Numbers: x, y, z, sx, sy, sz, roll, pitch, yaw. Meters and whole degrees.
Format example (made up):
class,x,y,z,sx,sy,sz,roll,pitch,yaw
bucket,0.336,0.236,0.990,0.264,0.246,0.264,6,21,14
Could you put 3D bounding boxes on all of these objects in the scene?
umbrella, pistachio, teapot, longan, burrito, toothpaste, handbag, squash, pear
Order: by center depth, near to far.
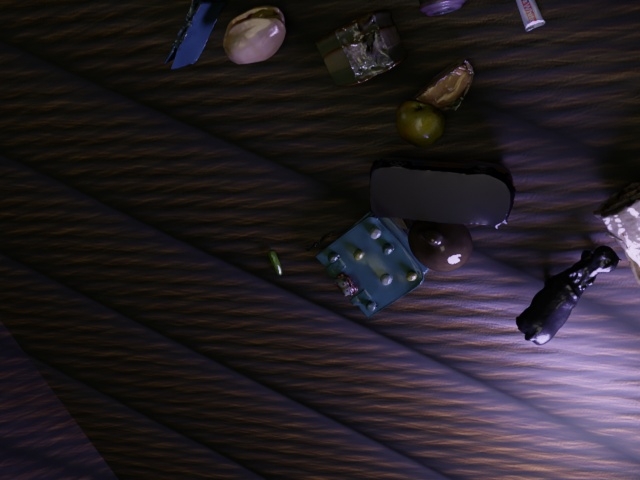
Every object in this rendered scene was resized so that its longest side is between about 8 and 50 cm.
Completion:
class,x,y,z,sx,sy,sz,roll,pitch,yaw
toothpaste,0.496,-0.630,1.735,0.052,0.033,0.218,-18,109,30
teapot,0.312,-0.650,1.749,0.148,0.116,0.146,-8,98,27
burrito,0.866,0.007,1.801,0.190,0.135,0.332,-29,102,36
pear,0.262,-0.305,1.882,0.141,0.141,0.104,18,77,13
longan,0.332,0.004,1.961,0.185,0.204,0.159,19,88,23
pistachio,-0.183,-0.576,1.963,0.200,0.117,0.145,-28,138,20
handbag,-0.362,-0.598,1.996,0.057,0.144,0.221,37,119,0
handbag,0.158,0.076,2.108,0.274,0.100,0.268,-37,96,28
umbrella,0.001,0.003,2.186,0.122,0.013,0.022,-31,77,29
squash,-0.144,0.073,2.261,0.027,0.027,0.089,-16,106,25

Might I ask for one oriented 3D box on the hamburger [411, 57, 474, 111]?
class,x,y,z,sx,sy,sz,roll,pitch,yaw
hamburger,0.339,-0.400,1.861,0.176,0.087,0.102,-36,113,18

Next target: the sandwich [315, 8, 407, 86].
class,x,y,z,sx,sy,sz,roll,pitch,yaw
sandwich,0.085,-0.495,1.843,0.227,0.198,0.155,-19,104,25

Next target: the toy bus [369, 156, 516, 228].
class,x,y,z,sx,sy,sz,roll,pitch,yaw
toy bus,0.338,-0.147,1.914,0.386,0.162,0.171,6,115,18

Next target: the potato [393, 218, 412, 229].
class,x,y,z,sx,sy,sz,roll,pitch,yaw
potato,0.236,-0.071,2.057,0.036,0.037,0.093,-38,79,48

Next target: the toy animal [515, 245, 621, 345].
class,x,y,z,sx,sy,sz,roll,pitch,yaw
toy animal,0.668,0.140,1.914,0.106,0.168,0.343,38,107,4
